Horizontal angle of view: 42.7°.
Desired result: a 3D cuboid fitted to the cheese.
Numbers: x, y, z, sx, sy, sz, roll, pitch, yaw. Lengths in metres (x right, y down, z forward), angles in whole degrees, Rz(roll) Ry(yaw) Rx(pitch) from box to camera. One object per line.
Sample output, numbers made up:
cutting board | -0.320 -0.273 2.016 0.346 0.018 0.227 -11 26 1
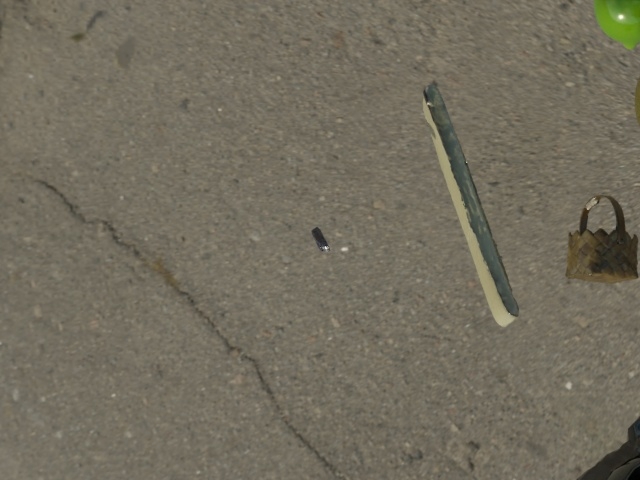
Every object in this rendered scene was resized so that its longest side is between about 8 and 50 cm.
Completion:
cheese | 0.232 -0.058 1.294 0.034 0.085 0.400 -16 72 1

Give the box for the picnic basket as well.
picnic basket | 0.578 -0.004 1.681 0.128 0.138 0.178 152 122 -64

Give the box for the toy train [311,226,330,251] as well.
toy train | 0.000 0.000 1.325 0.017 0.083 0.017 -25 112 -1

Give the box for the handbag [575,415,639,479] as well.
handbag | 0.279 0.134 0.307 0.327 0.325 0.162 47 156 3

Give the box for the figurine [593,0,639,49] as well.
figurine | 0.588 -0.476 1.526 0.143 0.263 0.162 -13 65 7

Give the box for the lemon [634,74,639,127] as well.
lemon | 0.616 -0.217 1.286 0.263 0.236 0.236 47 121 54
